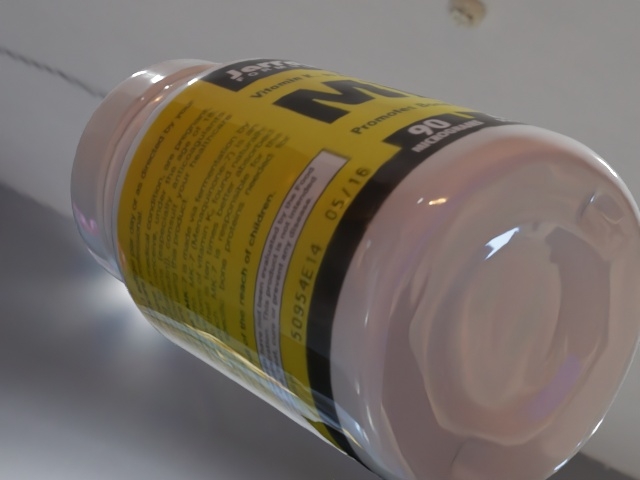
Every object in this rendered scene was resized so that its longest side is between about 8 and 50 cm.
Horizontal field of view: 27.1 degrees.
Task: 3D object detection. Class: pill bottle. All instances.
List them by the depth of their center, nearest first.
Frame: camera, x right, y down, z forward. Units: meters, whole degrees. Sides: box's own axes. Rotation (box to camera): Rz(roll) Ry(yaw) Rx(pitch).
[{"bbox_3d":[0.000,0.000,0.469,0.208,0.119,0.119,24,-23,51],"label":"pill bottle"}]
